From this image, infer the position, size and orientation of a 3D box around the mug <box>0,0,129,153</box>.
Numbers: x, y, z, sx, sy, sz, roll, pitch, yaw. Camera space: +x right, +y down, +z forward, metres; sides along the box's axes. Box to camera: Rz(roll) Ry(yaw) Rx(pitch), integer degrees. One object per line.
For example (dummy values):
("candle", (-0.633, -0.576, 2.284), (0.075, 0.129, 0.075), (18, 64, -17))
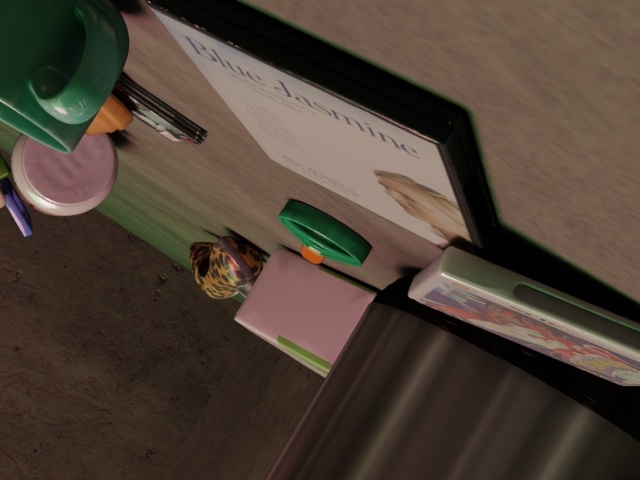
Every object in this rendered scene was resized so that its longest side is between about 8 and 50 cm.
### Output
("mug", (-0.170, -0.121, 0.719), (0.157, 0.097, 0.129), (28, 172, 12))

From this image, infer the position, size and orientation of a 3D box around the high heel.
("high heel", (-0.156, 0.016, 1.823), (0.261, 0.093, 0.186), (36, 161, 46))

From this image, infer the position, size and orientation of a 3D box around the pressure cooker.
("pressure cooker", (0.119, 0.292, 1.112), (0.369, 0.420, 0.375), (31, 173, 8))

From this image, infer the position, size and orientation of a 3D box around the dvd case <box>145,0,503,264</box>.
("dvd case", (0.015, -0.058, 0.698), (0.180, 0.022, 0.253), (28, 173, 19))

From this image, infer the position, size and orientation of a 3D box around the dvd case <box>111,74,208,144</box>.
("dvd case", (-0.160, -0.120, 1.034), (0.119, 0.013, 0.087), (35, 172, -22))

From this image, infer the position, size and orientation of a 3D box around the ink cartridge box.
("ink cartridge box", (0.056, 0.138, 1.539), (0.198, 0.115, 0.273), (23, 170, 47))

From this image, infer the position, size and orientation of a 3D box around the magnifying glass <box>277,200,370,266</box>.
("magnifying glass", (0.000, 0.000, 1.189), (0.092, 0.026, 0.231), (30, 171, 0))

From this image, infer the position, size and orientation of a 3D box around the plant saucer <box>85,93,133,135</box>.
("plant saucer", (-0.250, -0.149, 1.013), (0.200, 0.037, 0.200), (35, 175, 3))

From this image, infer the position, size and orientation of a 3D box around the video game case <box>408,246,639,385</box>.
("video game case", (0.156, 0.058, 0.825), (0.183, 0.023, 0.201), (22, 174, 2))

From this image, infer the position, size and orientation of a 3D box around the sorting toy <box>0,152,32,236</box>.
("sorting toy", (-0.440, -0.146, 1.398), (0.196, 0.047, 0.348), (58, 173, 48))

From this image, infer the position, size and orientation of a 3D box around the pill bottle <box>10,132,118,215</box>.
("pill bottle", (-0.300, -0.089, 1.401), (0.121, 0.121, 0.221), (32, 173, -13))
